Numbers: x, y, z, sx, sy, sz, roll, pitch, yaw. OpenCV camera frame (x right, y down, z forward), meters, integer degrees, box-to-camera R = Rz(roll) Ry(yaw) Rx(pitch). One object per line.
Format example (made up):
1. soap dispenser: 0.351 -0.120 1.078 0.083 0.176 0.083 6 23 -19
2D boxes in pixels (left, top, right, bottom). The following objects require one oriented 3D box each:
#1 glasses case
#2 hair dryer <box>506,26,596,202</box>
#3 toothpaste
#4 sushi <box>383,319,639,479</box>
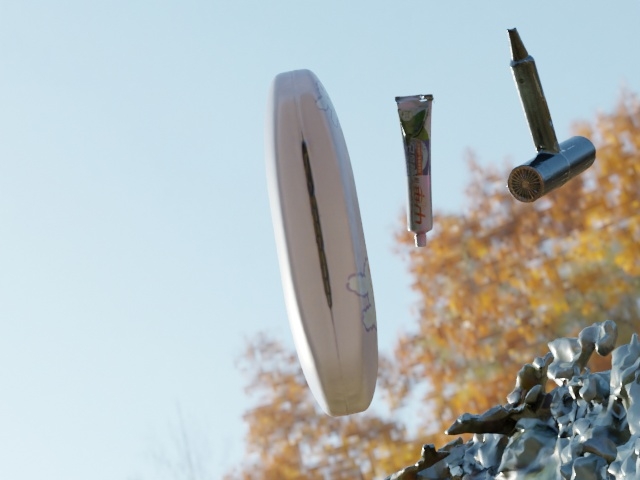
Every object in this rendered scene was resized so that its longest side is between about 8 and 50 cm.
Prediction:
1. glasses case: 0.000 0.000 1.225 0.075 0.297 0.113 -10 -15 1
2. hair dryer: 0.258 -0.156 1.699 0.050 0.195 0.173 -6 10 31
3. toothpaste: 0.109 -0.078 1.625 0.045 0.170 0.028 -2 3 23
4. sushi: 0.142 0.242 0.824 0.175 0.417 0.417 17 -40 -14
